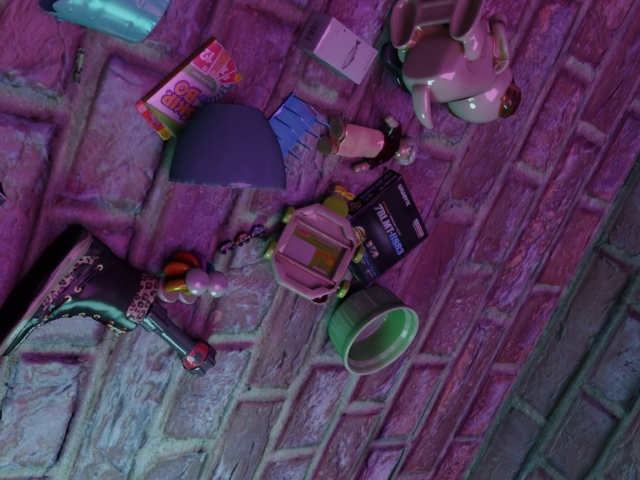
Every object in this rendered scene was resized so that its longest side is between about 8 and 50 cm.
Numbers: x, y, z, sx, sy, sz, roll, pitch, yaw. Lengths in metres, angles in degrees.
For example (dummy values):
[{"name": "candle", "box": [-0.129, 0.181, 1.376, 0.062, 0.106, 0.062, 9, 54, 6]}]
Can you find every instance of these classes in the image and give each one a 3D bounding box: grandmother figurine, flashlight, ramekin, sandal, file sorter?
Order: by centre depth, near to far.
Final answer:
[{"name": "file sorter", "box": [-0.076, -0.291, 1.723, 0.170, 0.104, 0.118, -48, 131, -1]}, {"name": "flashlight", "box": [-0.421, 0.275, 1.825, 0.103, 0.103, 0.304, -21, 130, 20]}, {"name": "sandal", "box": [0.248, -0.490, 1.859, 0.254, 0.054, 0.097, 36, 60, -41]}, {"name": "grandmother figurine", "box": [0.166, -0.292, 1.898, 0.342, 0.104, 0.208, 5, 140, -39]}, {"name": "ramekin", "box": [0.174, 0.301, 2.176, 0.303, 0.148, 0.303, -21, 135, -22]}]

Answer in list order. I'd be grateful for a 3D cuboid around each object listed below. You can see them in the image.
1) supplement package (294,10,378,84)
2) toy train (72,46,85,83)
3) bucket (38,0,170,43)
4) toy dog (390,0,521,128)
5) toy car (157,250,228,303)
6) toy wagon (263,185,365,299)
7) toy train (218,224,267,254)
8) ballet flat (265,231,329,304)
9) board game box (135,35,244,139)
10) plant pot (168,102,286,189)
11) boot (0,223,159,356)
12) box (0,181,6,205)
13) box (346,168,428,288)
[{"name": "supplement package", "box": [0.043, -0.509, 1.677, 0.179, 0.105, 0.105, 22, 101, -40]}, {"name": "toy train", "box": [-0.536, -0.388, 1.409, 0.017, 0.023, 0.083, 3, 114, -35]}, {"name": "bucket", "box": [-0.412, -0.540, 1.250, 0.183, 0.281, 0.281, 19, 104, -41]}, {"name": "toy dog", "box": [0.420, -0.480, 1.804, 0.408, 0.284, 0.396, 19, 71, -49]}, {"name": "toy car", "box": [-0.355, 0.096, 1.743, 0.182, 0.159, 0.136, 15, 63, -58]}, {"name": "toy wagon", "box": [0.000, 0.000, 1.880, 0.267, 0.068, 0.344, 29, 73, -10]}, {"name": "toy train", "box": [-0.226, -0.007, 1.837, 0.158, 0.027, 0.036, -28, 117, -17]}, {"name": "ballet flat", "box": [-0.056, 0.093, 1.954, 0.107, 0.106, 0.316, -44, 131, -6]}, {"name": "board game box", "box": [-0.320, -0.369, 1.562, 0.259, 0.039, 0.124, -42, 131, -3]}, {"name": "plant pot", "box": [-0.223, -0.232, 1.564, 0.290, 0.290, 0.196, 0, 98, -34]}, {"name": "boot", "box": [-0.617, 0.173, 1.609, 0.377, 0.138, 0.284, -54, 132, -3]}, {"name": "box", "box": [-0.785, -0.078, 1.335, 0.207, 0.153, 0.108, -46, 131, -5]}, {"name": "box", "box": [0.190, -0.033, 2.075, 0.293, 0.073, 0.296, -38, 131, -9]}]
